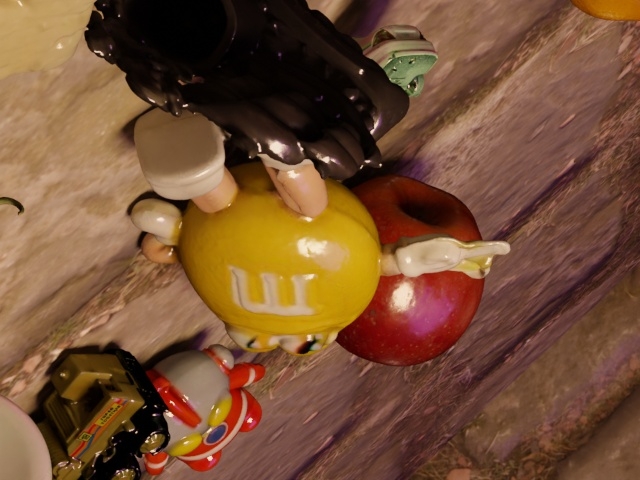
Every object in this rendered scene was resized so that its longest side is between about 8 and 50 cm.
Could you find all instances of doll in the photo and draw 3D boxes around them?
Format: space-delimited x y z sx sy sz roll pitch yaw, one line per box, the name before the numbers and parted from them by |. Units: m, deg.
doll | -0.027 -0.015 1.601 0.348 0.161 0.423 -15 144 36
doll | -0.154 0.209 1.982 0.200 0.105 0.336 -42 160 -4

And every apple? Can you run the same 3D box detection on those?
apple | 0.090 0.037 1.946 0.218 0.218 0.201 -18 139 -50

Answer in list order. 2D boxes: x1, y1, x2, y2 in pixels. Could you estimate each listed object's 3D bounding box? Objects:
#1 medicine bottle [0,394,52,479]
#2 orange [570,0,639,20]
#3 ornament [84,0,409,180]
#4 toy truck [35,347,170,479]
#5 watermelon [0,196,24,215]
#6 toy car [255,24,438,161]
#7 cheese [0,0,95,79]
medicine bottle | -0.377 0.302 1.606 0.202 0.202 0.316 -31 157 -32
orange | 0.354 -0.321 1.855 0.159 0.159 0.136 -13 110 -54
ornament | -0.058 -0.126 1.258 0.106 0.251 0.260 -49 -179 19
toy truck | -0.287 0.238 1.780 0.127 0.127 0.257 14 121 -50
watermelon | -0.301 -0.015 1.284 0.109 0.109 0.109 -37 159 -17
toy car | 0.017 -0.147 1.648 0.090 0.076 0.224 -9 160 -49
cheese | -0.210 -0.190 1.059 0.159 0.093 0.263 -24 167 -36
